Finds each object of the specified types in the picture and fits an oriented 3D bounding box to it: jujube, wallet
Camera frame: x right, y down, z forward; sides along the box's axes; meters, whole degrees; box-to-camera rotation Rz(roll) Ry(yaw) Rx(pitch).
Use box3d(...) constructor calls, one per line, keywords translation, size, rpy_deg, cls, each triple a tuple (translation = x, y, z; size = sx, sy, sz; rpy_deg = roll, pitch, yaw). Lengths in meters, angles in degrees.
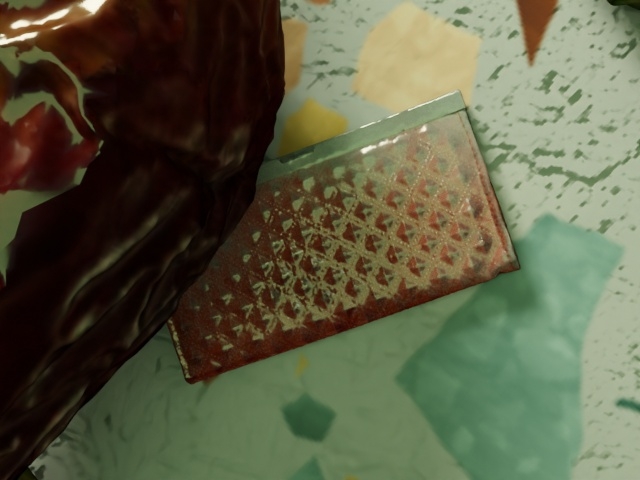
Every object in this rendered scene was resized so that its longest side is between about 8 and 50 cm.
box3d(translation=(-0.151, -0.012, 0.488), size=(0.216, 0.216, 0.342), rpy_deg=(20, 77, 12), cls="jujube")
box3d(translation=(0.000, 0.000, 0.570), size=(0.196, 0.020, 0.103), rpy_deg=(-21, 82, 10), cls="wallet")

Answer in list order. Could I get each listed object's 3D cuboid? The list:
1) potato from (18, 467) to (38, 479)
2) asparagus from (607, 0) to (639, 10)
box3d(translation=(-0.203, 0.186, 0.557), size=(0.149, 0.113, 0.251), rpy_deg=(-29, 81, 3), cls="potato")
box3d(translation=(0.110, -0.221, 0.538), size=(0.060, 0.067, 0.278), rpy_deg=(-40, 76, 46), cls="asparagus")
